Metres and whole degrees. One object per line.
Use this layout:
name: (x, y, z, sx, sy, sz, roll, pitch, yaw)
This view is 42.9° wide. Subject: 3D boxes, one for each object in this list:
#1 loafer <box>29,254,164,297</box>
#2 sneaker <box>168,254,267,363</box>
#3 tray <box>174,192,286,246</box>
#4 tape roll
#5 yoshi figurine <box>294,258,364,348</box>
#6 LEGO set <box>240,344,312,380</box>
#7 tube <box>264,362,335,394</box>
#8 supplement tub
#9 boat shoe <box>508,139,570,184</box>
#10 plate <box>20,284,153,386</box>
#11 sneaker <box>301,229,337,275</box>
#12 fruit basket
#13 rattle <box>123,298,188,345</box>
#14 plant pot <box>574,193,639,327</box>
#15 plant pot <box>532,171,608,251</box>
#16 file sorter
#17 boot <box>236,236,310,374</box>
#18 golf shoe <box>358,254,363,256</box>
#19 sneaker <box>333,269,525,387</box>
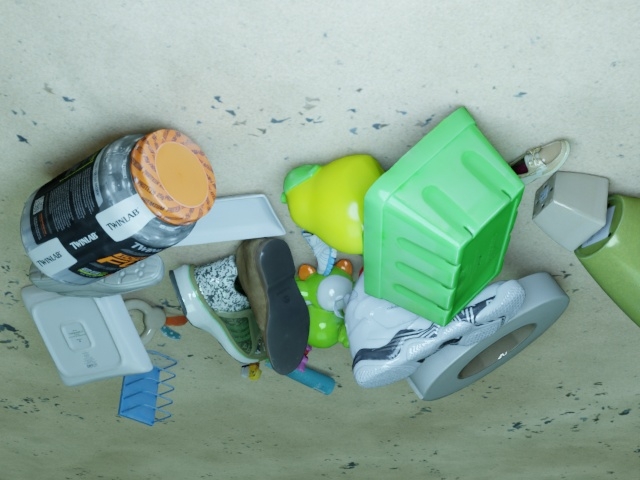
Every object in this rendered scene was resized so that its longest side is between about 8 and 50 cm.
loafer: (-0.476, 0.070, 1.771, 0.319, 0.112, 0.111, 0, 155, 19)
sneaker: (-0.167, 0.155, 1.866, 0.182, 0.158, 0.410, -26, 147, 12)
tray: (-0.215, -0.046, 1.623, 0.270, 0.030, 0.145, -6, 149, 14)
tape roll: (0.365, 0.216, 1.783, 0.392, 0.072, 0.392, -28, 156, -14)
yoshi figurine: (0.098, 0.155, 1.783, 0.362, 0.203, 0.203, 1, 156, 8)
LEGO set: (-0.144, 0.333, 2.185, 0.227, 0.093, 0.087, -16, 144, 28)
tube: (-0.053, 0.379, 2.304, 0.207, 0.052, 0.080, 29, 136, -28)
supplement tub: (-0.357, -0.059, 1.443, 0.338, 0.207, 0.207, -22, 141, 36)
boat shoe: (0.371, -0.134, 1.410, 0.045, 0.050, 0.135, 15, 147, -29)
plate: (-0.561, 0.216, 1.917, 0.277, 0.045, 0.278, -14, 106, 25)
sneaker: (0.000, 0.000, 1.658, 0.083, 0.071, 0.190, 11, 140, -1)
fruit basket: (0.133, -0.058, 1.431, 0.392, 0.283, 0.392, 42, 159, 20)
rattle: (-0.452, 0.203, 2.023, 0.200, 0.130, 0.143, -7, 173, -41)
plant pot: (0.631, 0.044, 1.519, 0.293, 0.274, 0.275, 28, 143, -12)
plant pot: (0.447, -0.062, 1.479, 0.096, 0.109, 0.109, 22, 146, -8)
file sorter: (-0.474, 0.408, 2.264, 0.104, 0.170, 0.118, -25, 140, 34)
boot: (-0.104, 0.134, 1.722, 0.112, 0.305, 0.115, -21, -160, -38)
golf shoe: (0.150, 0.013, 1.675, 0.186, 0.067, 0.086, 11, 180, -22)
sneaker: (0.198, 0.121, 1.587, 0.366, 0.210, 0.137, -29, 152, 9)
